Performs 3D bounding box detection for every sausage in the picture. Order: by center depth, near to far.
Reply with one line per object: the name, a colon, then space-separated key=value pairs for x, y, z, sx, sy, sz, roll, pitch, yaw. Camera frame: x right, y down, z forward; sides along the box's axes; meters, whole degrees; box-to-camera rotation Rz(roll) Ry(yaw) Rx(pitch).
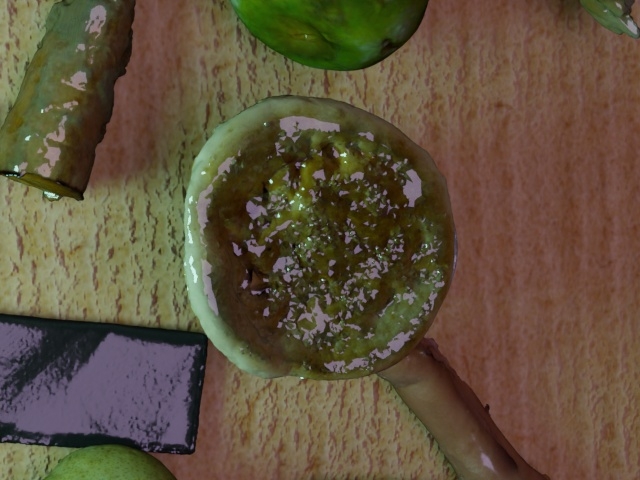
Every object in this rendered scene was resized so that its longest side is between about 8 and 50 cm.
sausage: x=0.149 y=0.196 z=1.883 sx=0.078 sy=0.078 sz=0.304 roll=-44 pitch=111 yaw=-12

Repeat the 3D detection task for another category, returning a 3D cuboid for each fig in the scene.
fig: x=0.038 y=-0.299 z=1.738 sx=0.206 sy=0.206 sz=0.275 roll=35 pitch=64 yaw=-21

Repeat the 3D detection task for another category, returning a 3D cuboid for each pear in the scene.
pear: x=-0.204 y=0.270 z=1.715 sx=0.167 sy=0.136 sz=0.167 roll=-5 pitch=101 yaw=-24

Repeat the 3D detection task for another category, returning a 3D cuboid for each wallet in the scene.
wallet: x=-0.229 y=0.137 z=1.748 sx=0.244 sy=0.025 sz=0.124 roll=6 pitch=94 yaw=-21

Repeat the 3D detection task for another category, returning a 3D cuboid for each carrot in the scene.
carrot: x=-0.221 y=-0.167 z=1.684 sx=0.102 sy=0.102 sz=0.263 roll=20 pitch=87 yaw=-22

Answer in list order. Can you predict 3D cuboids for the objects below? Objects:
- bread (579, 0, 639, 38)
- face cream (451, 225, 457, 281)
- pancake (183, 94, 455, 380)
bread: x=0.383 y=-0.372 z=1.854 sx=0.314 sy=0.191 sz=0.370 roll=39 pitch=86 yaw=-25
face cream: x=0.024 y=0.004 z=1.769 sx=0.177 sy=0.153 sz=0.177 roll=-2 pitch=97 yaw=-20
pancake: x=0.000 y=0.000 z=1.654 sx=0.282 sy=0.049 sz=0.282 roll=-4 pitch=100 yaw=-23
